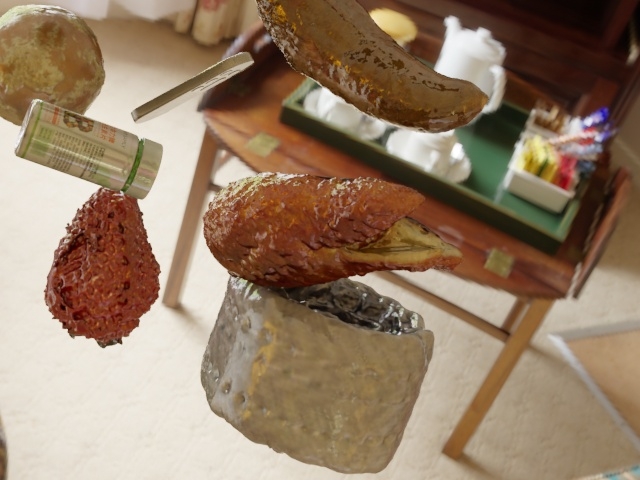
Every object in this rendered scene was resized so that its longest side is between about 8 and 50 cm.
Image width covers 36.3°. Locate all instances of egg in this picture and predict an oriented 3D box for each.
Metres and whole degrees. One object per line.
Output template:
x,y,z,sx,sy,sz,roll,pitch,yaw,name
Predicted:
-0.451,-0.278,1.570,0.204,0.203,0.245,16,20,-6,egg

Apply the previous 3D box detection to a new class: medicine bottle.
-0.315,-0.124,1.332,0.184,0.086,0.086,19,35,-23,medicine bottle

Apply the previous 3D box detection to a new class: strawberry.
-0.351,0.060,1.572,0.188,0.286,0.106,5,17,-9,strawberry

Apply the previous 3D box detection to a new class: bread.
-0.007,-0.004,0.911,0.269,0.139,0.095,5,64,41,bread

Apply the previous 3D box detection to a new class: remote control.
-0.220,-0.259,1.668,0.022,0.245,0.077,65,22,0,remote control

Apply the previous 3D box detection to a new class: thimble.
-0.006,0.124,1.046,0.217,0.157,0.246,9,15,-47,thimble

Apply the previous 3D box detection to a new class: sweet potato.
0.017,-0.213,1.021,0.341,0.114,0.092,43,47,12,sweet potato
